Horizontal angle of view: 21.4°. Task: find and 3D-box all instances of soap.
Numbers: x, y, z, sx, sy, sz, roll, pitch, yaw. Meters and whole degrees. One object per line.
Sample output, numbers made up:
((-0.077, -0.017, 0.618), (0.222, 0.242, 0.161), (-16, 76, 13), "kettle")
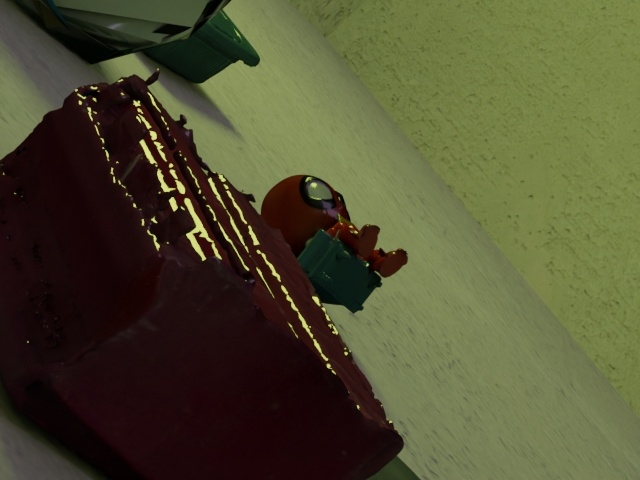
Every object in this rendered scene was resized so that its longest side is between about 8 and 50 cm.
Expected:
((-0.069, 0.012, 0.743), (0.162, 0.099, 0.250), (41, 10, -33), "soap")

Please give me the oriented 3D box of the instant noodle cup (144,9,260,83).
((-0.146, -0.217, 1.578), (0.157, 0.070, 0.179), (51, 8, 18), "instant noodle cup")

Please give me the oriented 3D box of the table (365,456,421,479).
((0.032, 0.145, 0.818), (0.133, 0.043, 0.133), (45, 8, -8), "table")

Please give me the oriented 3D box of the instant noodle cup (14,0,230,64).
((-0.153, -0.268, 1.249), (0.240, 0.240, 0.178), (37, 20, -51), "instant noodle cup")

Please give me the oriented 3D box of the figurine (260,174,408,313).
((0.000, 0.000, 1.270), (0.068, 0.075, 0.140), (39, 0, -37), "figurine")
